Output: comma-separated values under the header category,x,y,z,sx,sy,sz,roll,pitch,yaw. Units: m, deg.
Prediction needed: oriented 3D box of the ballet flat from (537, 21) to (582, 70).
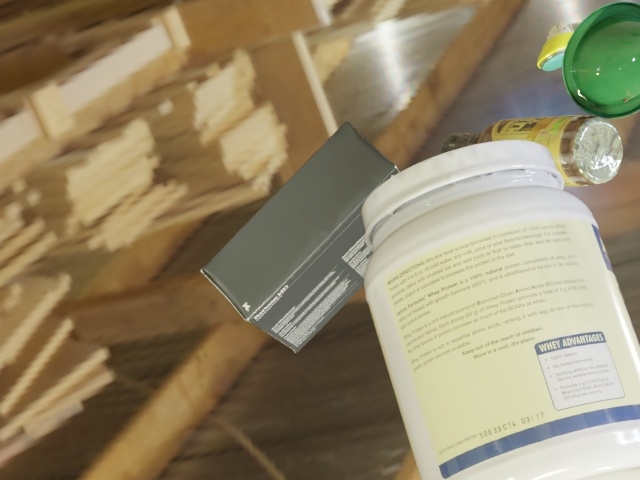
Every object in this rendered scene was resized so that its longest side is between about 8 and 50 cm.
category,x,y,z,sx,sy,sz,roll,pitch,yaw
ballet flat,0.449,-0.352,2.612,0.231,0.077,0.077,-14,161,-42

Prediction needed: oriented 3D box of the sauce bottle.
category,x,y,z,sx,sy,sz,roll,pitch,yaw
sauce bottle,0.323,-0.141,2.340,0.111,0.111,0.344,-34,-159,-30

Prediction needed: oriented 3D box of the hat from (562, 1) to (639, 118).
category,x,y,z,sx,sy,sz,roll,pitch,yaw
hat,0.479,-0.261,2.150,0.208,0.173,0.183,-47,-161,3

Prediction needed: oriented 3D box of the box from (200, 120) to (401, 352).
category,x,y,z,sx,sy,sz,roll,pitch,yaw
box,0.000,0.000,1.856,0.261,0.103,0.184,-45,157,1

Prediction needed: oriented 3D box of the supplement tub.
category,x,y,z,sx,sy,sz,roll,pitch,yaw
supplement tub,0.177,0.093,1.399,0.235,0.325,0.235,-14,160,-5
